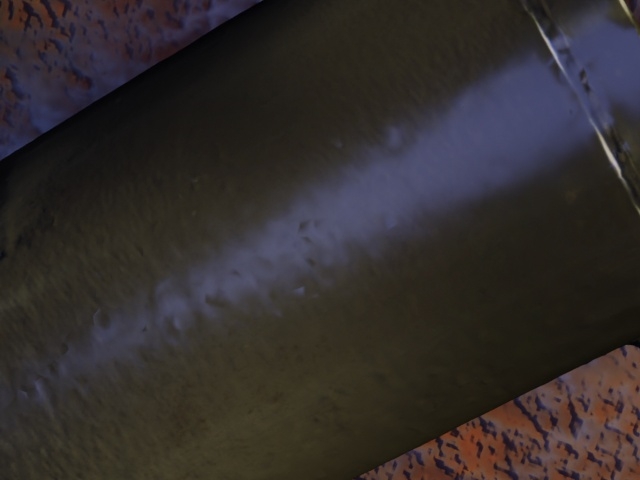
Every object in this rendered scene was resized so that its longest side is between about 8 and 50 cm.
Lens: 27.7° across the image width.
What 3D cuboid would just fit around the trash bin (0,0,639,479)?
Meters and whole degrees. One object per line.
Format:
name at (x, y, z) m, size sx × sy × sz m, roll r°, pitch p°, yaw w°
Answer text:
trash bin at (0.000, 0.000, 0.556) m, size 0.301 × 0.203 × 0.252 m, roll -29°, pitch 121°, yaw 11°
